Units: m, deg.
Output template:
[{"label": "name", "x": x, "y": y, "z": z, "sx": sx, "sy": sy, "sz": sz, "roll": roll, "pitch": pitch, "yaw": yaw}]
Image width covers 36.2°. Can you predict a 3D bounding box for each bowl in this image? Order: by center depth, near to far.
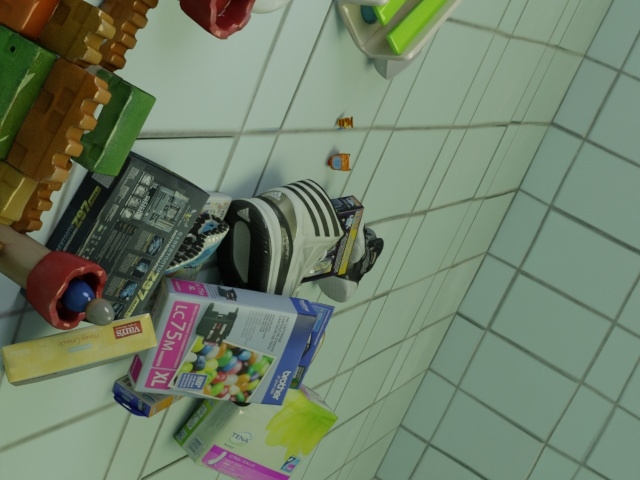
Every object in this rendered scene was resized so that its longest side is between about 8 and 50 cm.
[{"label": "bowl", "x": 0.145, "y": -0.380, "z": 1.800, "sx": 0.142, "sy": 0.053, "sz": 0.142, "roll": -44, "pitch": 154, "yaw": -37}]

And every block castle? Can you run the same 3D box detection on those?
[{"label": "block castle", "x": -0.256, "y": -0.130, "z": 0.992, "sx": 0.453, "sy": 0.213, "sz": 0.303, "roll": -61, "pitch": 159, "yaw": 5}]

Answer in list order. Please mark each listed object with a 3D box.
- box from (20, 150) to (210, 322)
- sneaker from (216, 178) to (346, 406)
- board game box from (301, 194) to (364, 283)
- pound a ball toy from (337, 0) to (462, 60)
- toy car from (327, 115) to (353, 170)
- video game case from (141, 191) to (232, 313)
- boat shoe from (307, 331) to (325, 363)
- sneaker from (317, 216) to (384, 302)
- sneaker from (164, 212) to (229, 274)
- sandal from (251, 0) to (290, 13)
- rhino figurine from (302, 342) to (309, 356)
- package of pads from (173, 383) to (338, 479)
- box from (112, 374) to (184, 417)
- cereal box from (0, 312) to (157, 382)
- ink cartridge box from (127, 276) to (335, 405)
[{"label": "box", "x": -0.271, "y": 0.001, "z": 1.317, "sx": 0.232, "sy": 0.059, "sz": 0.183, "roll": -59, "pitch": 150, "yaw": 3}, {"label": "sneaker", "x": -0.063, "y": 0.090, "z": 1.756, "sx": 0.257, "sy": 0.169, "sz": 0.447, "roll": -26, "pitch": 140, "yaw": -41}, {"label": "board game box", "x": 0.000, "y": 0.000, "z": 1.922, "sx": 0.141, "sy": 0.048, "sz": 0.170, "roll": -12, "pitch": 134, "yaw": -33}, {"label": "pound a ball toy", "x": 0.151, "y": -0.480, "z": 1.617, "sx": 0.319, "sy": 0.136, "sz": 0.208, "roll": -51, "pitch": 133, "yaw": -21}, {"label": "toy car", "x": 0.035, "y": -0.184, "z": 1.865, "sx": 0.041, "sy": 0.060, "sz": 0.122, "roll": -5, "pitch": 115, "yaw": -12}, {"label": "video game case", "x": -0.238, "y": 0.020, "z": 1.500, "sx": 0.206, "sy": 0.026, "sz": 0.227, "roll": -64, "pitch": 159, "yaw": 13}, {"label": "boat shoe", "x": -0.094, "y": 0.283, "z": 2.110, "sx": 0.098, "sy": 0.109, "sz": 0.302, "roll": 12, "pitch": 117, "yaw": -31}, {"label": "sneaker", "x": 0.069, "y": 0.001, "z": 2.091, "sx": 0.153, "sy": 0.101, "sz": 0.268, "roll": -50, "pitch": 159, "yaw": -39}, {"label": "sneaker", "x": -0.198, "y": 0.022, "z": 1.471, "sx": 0.162, "sy": 0.063, "sz": 0.073, "roll": -32, "pitch": 149, "yaw": -50}, {"label": "sandal", "x": -0.050, "y": -0.481, "z": 1.156, "sx": 0.169, "sy": 0.102, "sz": 0.416, "roll": 17, "pitch": 93, "yaw": -53}, {"label": "rhino figurine", "x": -0.066, "y": 0.183, "z": 1.872, "sx": 0.073, "sy": 0.243, "sz": 0.106, "roll": 22, "pitch": 107, "yaw": -32}, {"label": "package of pads", "x": -0.119, "y": 0.376, "z": 1.992, "sx": 0.229, "sy": 0.101, "sz": 0.296, "roll": -51, "pitch": 139, "yaw": 2}, {"label": "box", "x": -0.280, "y": 0.247, "z": 1.632, "sx": 0.136, "sy": 0.081, "sz": 0.028, "roll": -23, "pitch": 139, "yaw": -58}, {"label": "cereal box", "x": -0.303, "y": 0.138, "z": 1.221, "sx": 0.173, "sy": 0.047, "sz": 0.240, "roll": -13, "pitch": 174, "yaw": -18}, {"label": "ink cartridge box", "x": -0.133, "y": 0.171, "z": 1.583, "sx": 0.311, "sy": 0.065, "sz": 0.185, "roll": 10, "pitch": 114, "yaw": -30}]
